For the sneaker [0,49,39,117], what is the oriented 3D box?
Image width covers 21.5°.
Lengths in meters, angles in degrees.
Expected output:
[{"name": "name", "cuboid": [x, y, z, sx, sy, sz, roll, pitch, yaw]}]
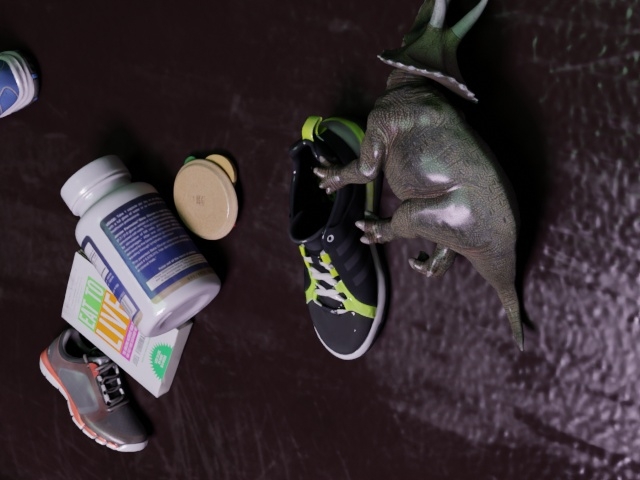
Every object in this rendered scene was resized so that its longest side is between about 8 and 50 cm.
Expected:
[{"name": "sneaker", "cuboid": [-0.389, -0.142, 1.773, 0.211, 0.081, 0.080, -27, 88, 41]}]

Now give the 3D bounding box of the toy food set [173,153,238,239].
[{"name": "toy food set", "cuboid": [-0.111, -0.042, 1.628, 0.082, 0.020, 0.083, -6, 101, 39]}]

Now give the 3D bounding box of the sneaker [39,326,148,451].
[{"name": "sneaker", "cuboid": [-0.233, 0.154, 1.763, 0.158, 0.061, 0.065, 44, 120, 18]}]

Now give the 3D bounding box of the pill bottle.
[{"name": "pill bottle", "cuboid": [-0.180, 0.002, 1.648, 0.169, 0.094, 0.094, 54, 129, 11]}]

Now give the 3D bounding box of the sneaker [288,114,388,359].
[{"name": "sneaker", "cuboid": [0.000, 0.000, 1.505, 0.084, 0.097, 0.234, 9, 109, 36]}]

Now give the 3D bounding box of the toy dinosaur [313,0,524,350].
[{"name": "toy dinosaur", "cuboid": [0.098, -0.048, 1.402, 0.160, 0.121, 0.313, -26, 83, 53]}]

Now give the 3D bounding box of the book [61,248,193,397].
[{"name": "book", "cuboid": [-0.201, 0.082, 1.734, 0.144, 0.035, 0.096, 36, 127, 22]}]
